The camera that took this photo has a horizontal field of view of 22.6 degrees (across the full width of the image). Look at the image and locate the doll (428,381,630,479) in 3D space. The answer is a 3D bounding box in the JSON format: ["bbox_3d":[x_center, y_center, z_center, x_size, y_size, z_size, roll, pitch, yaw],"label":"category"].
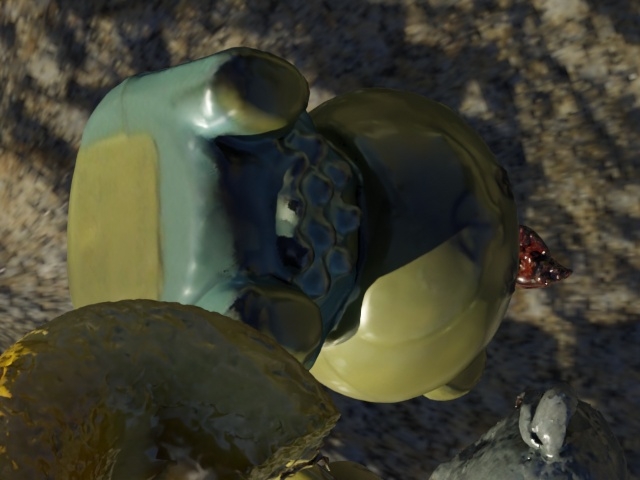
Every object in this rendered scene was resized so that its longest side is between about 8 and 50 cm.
[{"bbox_3d":[0.158,0.232,1.278,0.158,0.340,0.246,10,79,7],"label":"doll"}]

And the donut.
[{"bbox_3d":[-0.065,0.096,0.524,0.146,0.078,0.181,20,59,-12],"label":"donut"}]

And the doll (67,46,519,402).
[{"bbox_3d":[0.000,0.000,0.859,0.260,0.161,0.177,3,78,-45],"label":"doll"}]

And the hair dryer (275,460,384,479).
[{"bbox_3d":[-0.038,0.193,1.405,0.278,0.135,0.090,39,85,-16],"label":"hair dryer"}]

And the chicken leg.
[{"bbox_3d":[0.127,-0.004,1.456,0.219,0.089,0.048,21,64,25],"label":"chicken leg"}]
